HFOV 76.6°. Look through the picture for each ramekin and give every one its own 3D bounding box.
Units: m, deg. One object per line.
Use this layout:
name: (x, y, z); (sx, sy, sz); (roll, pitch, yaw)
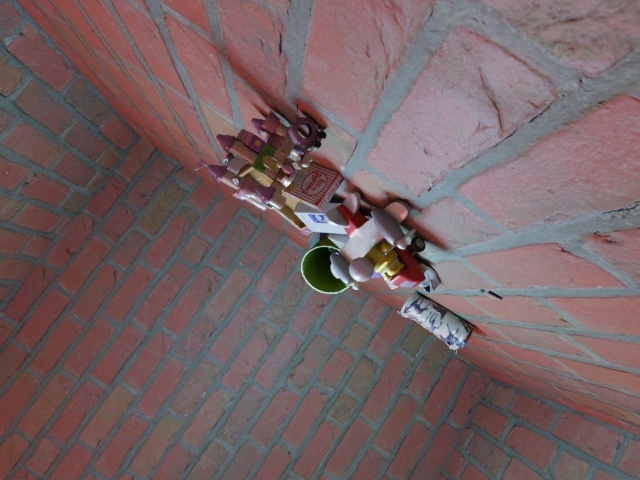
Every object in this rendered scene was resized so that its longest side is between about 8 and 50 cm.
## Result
ramekin: (-0.371, -0.317, 1.978); (0.207, 0.109, 0.207); (50, 167, 16)

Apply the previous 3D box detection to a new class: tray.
tray: (-0.161, -0.214, 1.841); (0.411, 0.076, 0.202); (40, 141, -27)

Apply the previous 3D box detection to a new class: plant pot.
plant pot: (0.066, 0.087, 2.142); (0.274, 0.275, 0.293); (35, -151, -4)

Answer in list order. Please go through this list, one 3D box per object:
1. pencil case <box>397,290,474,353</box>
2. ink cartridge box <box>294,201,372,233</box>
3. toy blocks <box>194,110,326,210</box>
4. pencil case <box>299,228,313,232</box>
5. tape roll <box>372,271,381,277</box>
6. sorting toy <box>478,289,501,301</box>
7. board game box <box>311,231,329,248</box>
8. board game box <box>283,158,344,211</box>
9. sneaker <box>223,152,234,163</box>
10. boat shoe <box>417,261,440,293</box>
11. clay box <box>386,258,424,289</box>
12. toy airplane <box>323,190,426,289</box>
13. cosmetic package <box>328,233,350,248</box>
pencil case: (0.660, 0.462, 2.335); (0.410, 0.184, 0.160); (32, 171, 18)
ink cartridge box: (0.084, -0.089, 1.707); (0.370, 0.069, 0.176); (8, 157, 33)
toy blocks: (-0.193, -0.268, 1.238); (0.260, 0.289, 0.309); (32, 175, -19)
pencil case: (-0.082, -0.101, 2.326); (0.104, 0.104, 0.236); (33, 173, 7)
tape roll: (0.233, 0.065, 1.720); (0.189, 0.189, 0.080); (23, 147, 49)
sorting toy: (0.658, 0.211, 1.577); (0.083, 0.012, 0.062); (28, 174, 19)
board game box: (0.000, 0.000, 2.340); (0.047, 0.160, 0.210); (2, 160, 14)
board game box: (-0.032, -0.202, 1.460); (0.193, 0.147, 0.045); (27, 169, 34)
sneaker: (-0.464, -0.413, 2.158); (0.074, 0.063, 0.170); (34, 176, 4)
boat shoe: (0.474, 0.175, 1.818); (0.079, 0.081, 0.227); (27, 167, 41)
clay box: (0.359, 0.128, 1.783); (0.127, 0.053, 0.222); (55, 144, -1)
toy airplane: (0.164, 0.021, 1.453); (0.384, 0.272, 0.386); (6, 134, 30)
cosmetic package: (0.194, 0.027, 1.898); (0.296, 0.129, 0.153); (42, 167, -37)
